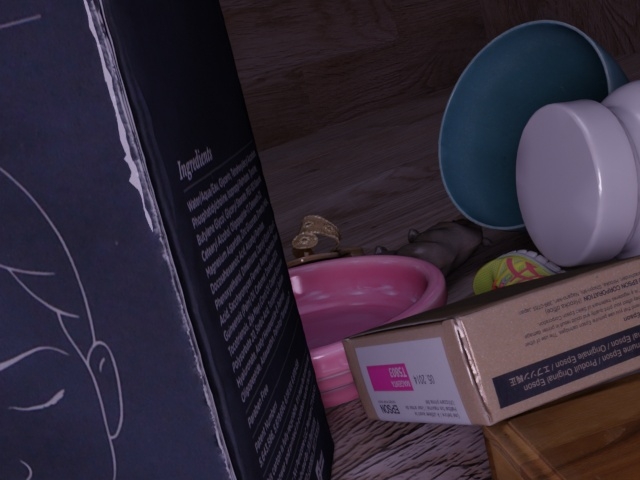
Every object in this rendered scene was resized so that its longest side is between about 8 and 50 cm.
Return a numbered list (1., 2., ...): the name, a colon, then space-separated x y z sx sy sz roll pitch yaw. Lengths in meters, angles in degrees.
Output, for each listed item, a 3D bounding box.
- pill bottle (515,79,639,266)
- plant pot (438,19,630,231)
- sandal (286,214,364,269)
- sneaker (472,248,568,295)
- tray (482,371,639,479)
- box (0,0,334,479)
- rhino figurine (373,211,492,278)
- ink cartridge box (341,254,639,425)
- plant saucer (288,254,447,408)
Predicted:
1. pill bottle: 0.416 -0.076 0.907 0.363 0.210 0.210 -7 12 -14
2. plant pot: 0.340 -0.142 1.194 0.195 0.290 0.290 12 -4 -37
3. sandal: -0.006 0.002 1.240 0.088 0.079 0.240 -19 -9 22
4. sneaker: 0.226 0.067 0.915 0.094 0.081 0.208 -23 17 -24
5. tray: 0.342 0.130 0.572 0.411 0.076 0.203 -17 14 -7
6. box: -0.280 0.058 0.641 0.480 0.472 0.297 -11 14 9
7. rhino figurine: 0.174 0.010 1.203 0.106 0.073 0.243 -7 14 41
8. ink cartridge box: 0.153 0.090 0.732 0.193 0.088 0.235 -16 -4 -21
9. plant saucer: -0.012 0.109 0.978 0.332 0.084 0.332 -13 13 3
